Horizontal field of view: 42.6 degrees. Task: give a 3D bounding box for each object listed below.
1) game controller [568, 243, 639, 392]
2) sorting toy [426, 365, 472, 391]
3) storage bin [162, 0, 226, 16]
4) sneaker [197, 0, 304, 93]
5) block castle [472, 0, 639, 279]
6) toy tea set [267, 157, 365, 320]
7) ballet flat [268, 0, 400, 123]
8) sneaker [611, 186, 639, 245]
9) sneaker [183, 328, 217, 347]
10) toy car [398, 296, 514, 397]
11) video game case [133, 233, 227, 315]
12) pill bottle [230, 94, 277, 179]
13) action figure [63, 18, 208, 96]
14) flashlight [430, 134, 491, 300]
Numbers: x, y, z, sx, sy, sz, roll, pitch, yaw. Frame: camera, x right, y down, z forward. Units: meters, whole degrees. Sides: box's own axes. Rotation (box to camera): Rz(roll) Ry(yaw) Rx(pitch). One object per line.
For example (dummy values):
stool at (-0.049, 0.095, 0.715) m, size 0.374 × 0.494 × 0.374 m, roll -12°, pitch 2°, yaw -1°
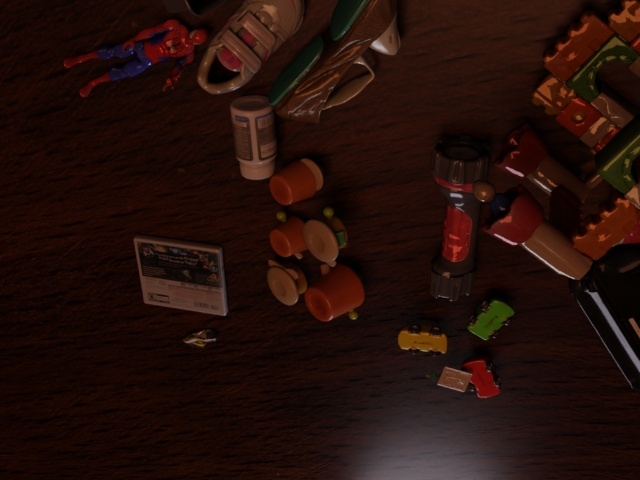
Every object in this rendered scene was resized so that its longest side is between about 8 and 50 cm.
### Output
game controller at (0.590, 0.148, 1.501) m, size 0.166 × 0.067 × 0.319 m, roll -31°, pitch 111°, yaw 16°
sorting toy at (0.255, 0.271, 1.636) m, size 0.083 × 0.012 × 0.062 m, roll 16°, pitch 131°, yaw 1°
storage bin at (-0.222, -0.436, 1.331) m, size 0.091 × 0.098 × 0.135 m, roll 8°, pitch 131°, yaw 46°
sneaker at (-0.117, -0.325, 1.352) m, size 0.103 × 0.111 × 0.252 m, roll 36°, pitch 125°, yaw -9°
block castle at (0.423, -0.193, 1.162) m, size 0.213 × 0.303 × 0.453 m, roll 36°, pitch 125°, yaw -7°
toy tea set at (0.000, 0.000, 1.561) m, size 0.200 × 0.124 × 0.336 m, roll 31°, pitch 136°, yaw 32°
ballet flat at (0.049, -0.309, 1.326) m, size 0.124 × 0.116 × 0.342 m, roll 23°, pitch 130°, yaw -25°
sneaker at (0.539, -0.052, 1.323) m, size 0.128 × 0.087 × 0.221 m, roll -4°, pitch 166°, yaw 7°
sneaker at (-0.261, 0.219, 1.817) m, size 0.083 × 0.031 × 0.035 m, roll -7°, pitch 134°, yaw 25°
toy car at (0.299, 0.183, 1.606) m, size 0.239 × 0.053 × 0.225 m, roll 31°, pitch 126°, yaw -6°
video game case at (-0.293, 0.073, 1.731) m, size 0.190 × 0.022 × 0.173 m, roll 8°, pitch 125°, yaw 13°
pill bottle at (-0.117, -0.183, 1.469) m, size 0.078 × 0.078 × 0.137 m, roll 6°, pitch 124°, yaw 13°
action figure at (-0.326, -0.306, 1.418) m, size 0.280 × 0.139 × 0.091 m, roll -13°, pitch 119°, yaw 21°
flashlight at (0.236, -0.031, 1.450) m, size 0.103 × 0.103 × 0.304 m, roll 8°, pitch 124°, yaw 10°
